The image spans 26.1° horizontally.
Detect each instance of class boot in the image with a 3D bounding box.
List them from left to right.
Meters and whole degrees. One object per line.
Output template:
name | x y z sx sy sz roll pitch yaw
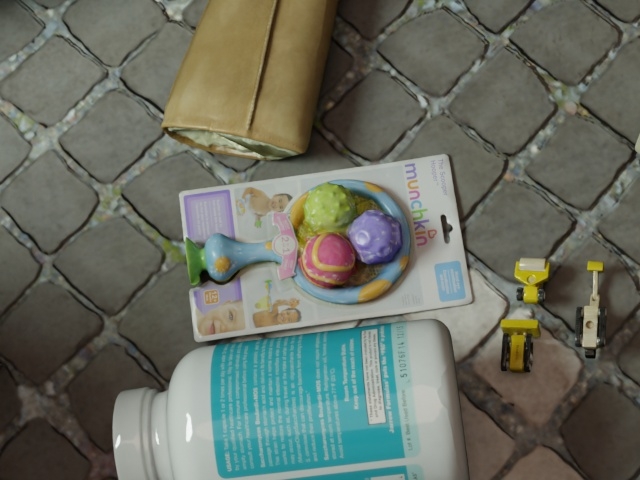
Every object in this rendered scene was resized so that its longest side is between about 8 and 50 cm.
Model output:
boot | 0.005 -0.197 1.212 0.236 0.089 0.269 9 74 21

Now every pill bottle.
pill bottle | -0.022 0.146 1.071 0.264 0.146 0.146 -7 72 5

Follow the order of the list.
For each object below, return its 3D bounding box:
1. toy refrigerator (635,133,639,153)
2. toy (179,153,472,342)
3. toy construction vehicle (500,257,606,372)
toy refrigerator | 0.399 -0.053 1.110 0.269 0.094 0.102 35 73 15
toy | 0.000 0.000 1.162 0.237 0.056 0.137 -9 73 4
toy construction vehicle | 0.193 0.064 1.133 0.086 0.035 0.098 -2 70 18
